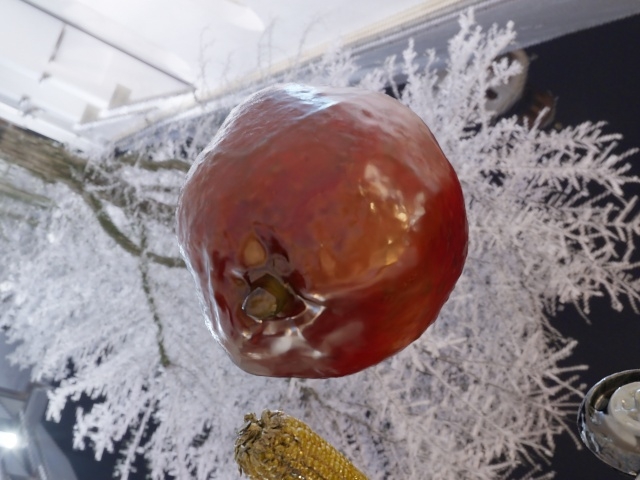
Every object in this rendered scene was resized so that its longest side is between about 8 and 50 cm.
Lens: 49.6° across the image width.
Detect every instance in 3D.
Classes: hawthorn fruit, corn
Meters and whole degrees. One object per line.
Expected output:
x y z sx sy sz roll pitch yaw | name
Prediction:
0.000 0.000 0.607 0.265 0.265 0.307 -55 -177 19 | hawthorn fruit
0.005 0.359 1.019 0.115 0.318 0.115 -41 -160 19 | corn

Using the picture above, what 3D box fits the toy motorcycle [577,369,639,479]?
0.227 0.099 0.277 0.229 0.074 0.151 -6 -148 19 | toy motorcycle
